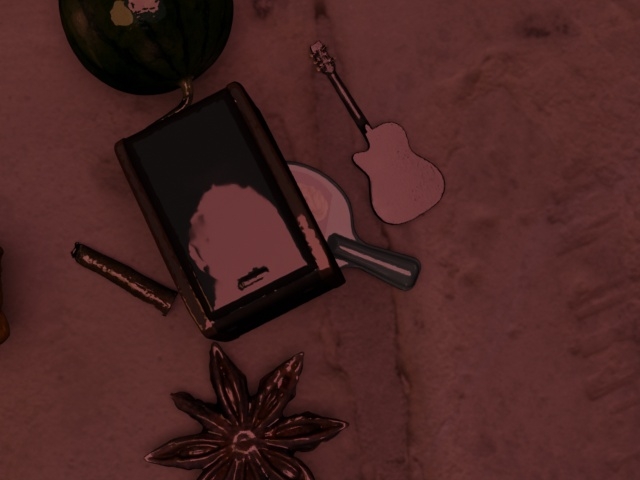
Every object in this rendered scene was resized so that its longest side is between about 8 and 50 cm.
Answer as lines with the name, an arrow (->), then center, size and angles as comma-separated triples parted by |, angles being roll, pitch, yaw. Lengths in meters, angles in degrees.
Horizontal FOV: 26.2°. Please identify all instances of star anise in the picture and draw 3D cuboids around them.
star anise -> -0.079, 0.241, 1.530 | 0.230, 0.081, 0.262 | -11, 79, -5

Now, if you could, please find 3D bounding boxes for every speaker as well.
speaker -> -0.094, -0.028, 1.463 | 0.153, 0.192, 0.230 | -27, 83, 3

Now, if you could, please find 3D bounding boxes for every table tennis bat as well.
table tennis bat -> 0.000, 0.000, 1.565 | 0.237, 0.038, 0.149 | 22, 87, -1

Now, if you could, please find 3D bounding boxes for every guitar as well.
guitar -> 0.055, -0.127, 1.575 | 0.088, 0.025, 0.233 | -32, 92, -4

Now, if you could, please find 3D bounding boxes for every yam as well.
yam -> -0.224, 0.043, 1.548 | 0.129, 0.027, 0.033 | 27, 86, -3

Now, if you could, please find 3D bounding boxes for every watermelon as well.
watermelon -> -0.180, -0.241, 1.474 | 0.188, 0.188, 0.214 | -31, 84, -5

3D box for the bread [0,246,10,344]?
bread -> -0.460, 0.074, 1.446 | 0.270, 0.195, 0.142 | -14, 97, -9
